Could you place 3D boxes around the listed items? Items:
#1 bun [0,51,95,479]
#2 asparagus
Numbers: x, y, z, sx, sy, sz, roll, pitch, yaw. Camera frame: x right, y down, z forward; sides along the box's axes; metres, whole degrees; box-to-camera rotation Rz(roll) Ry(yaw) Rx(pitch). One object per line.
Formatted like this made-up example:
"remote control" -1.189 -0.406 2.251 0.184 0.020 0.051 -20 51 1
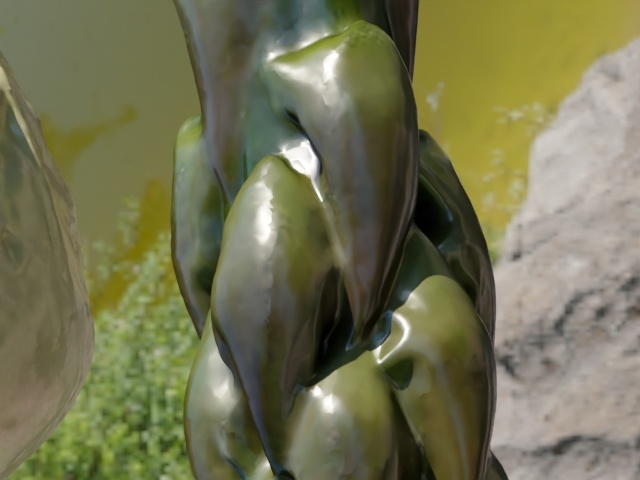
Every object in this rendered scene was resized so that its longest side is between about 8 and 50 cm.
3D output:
"bun" -0.255 -0.042 0.780 0.213 0.361 0.361 -54 47 32
"asparagus" 0.000 0.000 0.379 0.080 0.080 0.287 -37 57 49
